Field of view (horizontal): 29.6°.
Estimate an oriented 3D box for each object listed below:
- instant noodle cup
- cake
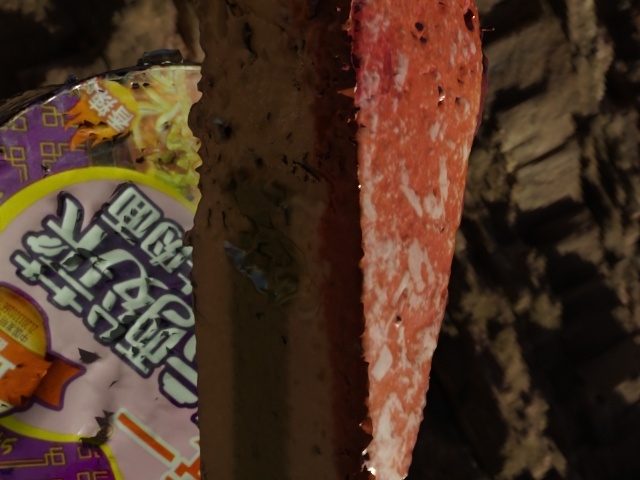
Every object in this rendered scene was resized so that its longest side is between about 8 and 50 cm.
[{"bbox_3d":[-0.125,0.032,0.795,0.266,0.340,0.340,34,-31,64],"label":"instant noodle cup"},{"bbox_3d":[0.012,-0.006,0.455,0.086,0.117,0.220,5,-75,38],"label":"cake"}]
